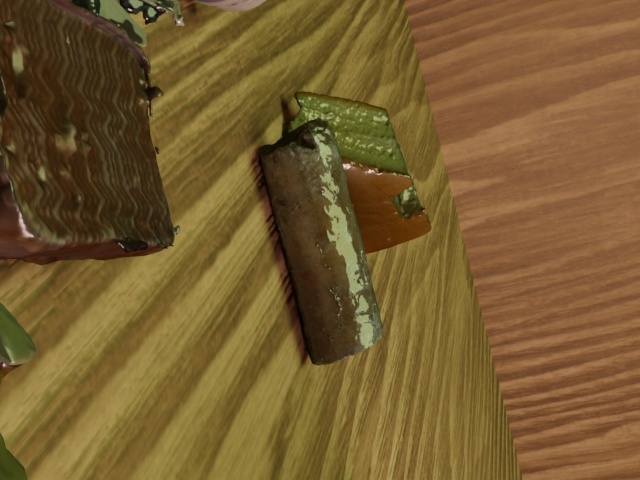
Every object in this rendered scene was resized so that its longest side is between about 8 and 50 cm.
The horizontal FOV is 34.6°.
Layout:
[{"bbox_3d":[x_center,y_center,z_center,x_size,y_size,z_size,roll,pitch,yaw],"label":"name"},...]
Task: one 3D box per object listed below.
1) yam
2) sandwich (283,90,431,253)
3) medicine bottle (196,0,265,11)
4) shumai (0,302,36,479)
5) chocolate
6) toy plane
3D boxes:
[{"bbox_3d":[0.000,0.000,1.129,0.093,0.093,0.259,-44,121,-72],"label":"yam"},{"bbox_3d":[0.047,-0.095,1.309,0.235,0.128,0.122,57,18,-54],"label":"sandwich"},{"bbox_3d":[-0.105,-0.272,0.923,0.187,0.103,0.103,8,72,-74],"label":"medicine bottle"},{"bbox_3d":[-0.194,0.056,0.304,0.218,0.189,0.256,91,-25,-77],"label":"shumai"},{"bbox_3d":[-0.162,-0.057,0.578,0.214,0.093,0.148,12,66,-74],"label":"chocolate"},{"bbox_3d":[-0.168,-0.208,0.707,0.160,0.082,0.234,22,29,-35],"label":"toy plane"}]
